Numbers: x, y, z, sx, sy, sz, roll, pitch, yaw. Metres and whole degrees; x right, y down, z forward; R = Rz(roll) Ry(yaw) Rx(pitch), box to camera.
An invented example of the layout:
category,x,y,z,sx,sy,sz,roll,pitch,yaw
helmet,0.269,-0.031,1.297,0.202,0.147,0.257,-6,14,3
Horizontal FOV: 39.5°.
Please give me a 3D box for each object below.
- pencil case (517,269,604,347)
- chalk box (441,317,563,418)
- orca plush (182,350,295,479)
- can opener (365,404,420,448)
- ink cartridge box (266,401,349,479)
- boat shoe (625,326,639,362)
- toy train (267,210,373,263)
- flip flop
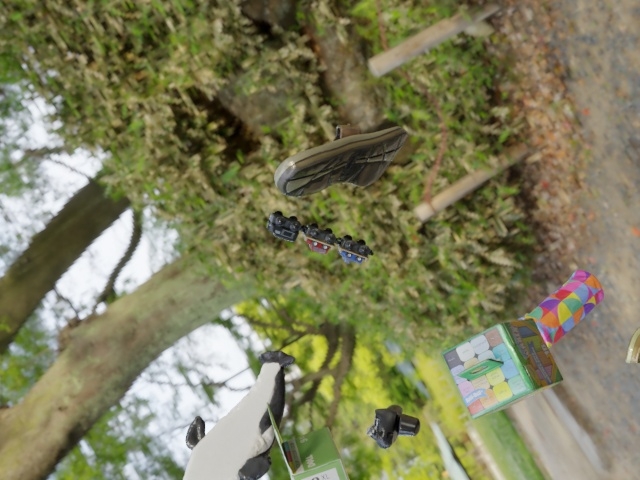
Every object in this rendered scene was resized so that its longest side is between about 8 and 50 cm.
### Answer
category,x,y,z,sx,sy,sz,roll,pitch,yaw
pencil case,0.574,0.168,2.146,0.104,0.236,0.104,45,155,28
chalk box,0.314,0.226,1.571,0.213,0.132,0.132,1,-119,-57
orca plush,-0.126,0.316,1.430,0.102,0.151,0.287,71,-151,-52
can opener,0.107,0.279,1.334,0.073,0.059,0.186,19,175,6
ink cartridge box,0.004,0.285,1.029,0.109,0.062,0.209,-134,24,-80
boat shoe,0.553,0.170,1.474,0.048,0.153,0.056,21,112,38
toy train,0.000,0.000,1.208,0.158,0.036,0.027,19,-159,-21
flip flop,0.030,-0.132,1.336,0.080,0.277,0.112,51,134,22
